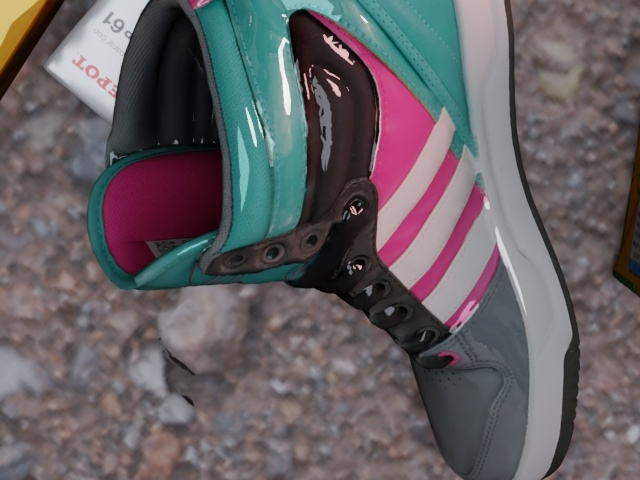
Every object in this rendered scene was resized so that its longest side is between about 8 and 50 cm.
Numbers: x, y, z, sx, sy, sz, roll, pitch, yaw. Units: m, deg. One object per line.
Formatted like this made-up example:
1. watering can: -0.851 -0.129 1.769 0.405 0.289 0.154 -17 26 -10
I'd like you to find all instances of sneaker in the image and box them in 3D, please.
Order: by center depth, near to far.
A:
1. sneaker: 0.000 0.000 0.763 0.178 0.124 0.295 -23 114 -20

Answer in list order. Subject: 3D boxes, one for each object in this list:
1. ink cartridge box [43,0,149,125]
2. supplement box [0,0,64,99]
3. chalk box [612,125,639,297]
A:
1. ink cartridge box: -0.050 -0.094 0.820 0.088 0.052 0.122 40 95 -9
2. supplement box: -0.233 -0.088 0.769 0.194 0.129 0.191 33 95 -8
3. chalk box: 0.294 -0.037 0.787 0.289 0.180 0.179 7 97 -4
